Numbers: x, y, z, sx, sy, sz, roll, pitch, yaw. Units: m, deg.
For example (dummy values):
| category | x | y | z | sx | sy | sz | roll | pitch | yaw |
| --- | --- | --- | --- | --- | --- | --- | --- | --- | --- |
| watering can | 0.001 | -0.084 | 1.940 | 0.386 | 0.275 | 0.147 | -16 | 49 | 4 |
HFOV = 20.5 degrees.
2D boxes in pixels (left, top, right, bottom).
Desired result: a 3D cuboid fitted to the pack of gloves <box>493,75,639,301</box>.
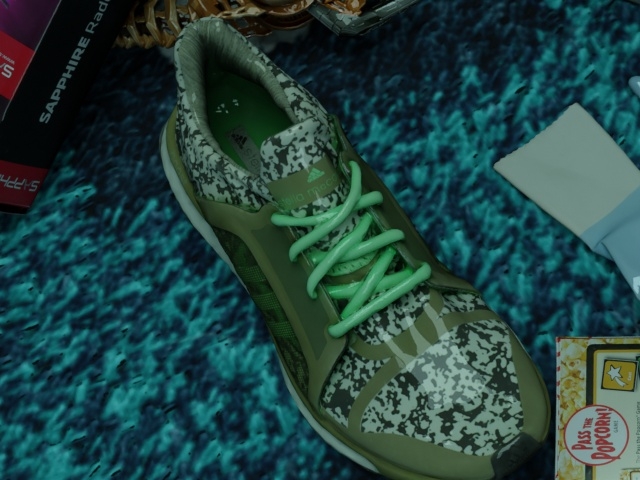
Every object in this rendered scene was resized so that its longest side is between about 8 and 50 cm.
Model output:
| category | x | y | z | sx | sy | sz | roll | pitch | yaw |
| --- | --- | --- | --- | --- | --- | --- | --- | --- | --- |
| pack of gloves | 0.265 | -0.051 | 1.253 | 0.195 | 0.046 | 0.232 | -36 | 55 | -10 |

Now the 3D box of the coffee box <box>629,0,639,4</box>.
| category | x | y | z | sx | sy | sz | roll | pitch | yaw |
| --- | --- | --- | --- | --- | --- | --- | --- | --- | --- |
| coffee box | 0.252 | -0.317 | 1.266 | 0.119 | 0.297 | 0.168 | 27 | 70 | 20 |

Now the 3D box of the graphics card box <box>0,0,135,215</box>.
| category | x | y | z | sx | sy | sz | roll | pitch | yaw |
| --- | --- | --- | --- | --- | --- | --- | --- | --- | --- |
| graphics card box | -0.244 | -0.237 | 1.363 | 0.233 | 0.094 | 0.371 | 34 | 100 | 27 |

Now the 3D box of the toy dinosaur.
| category | x | y | z | sx | sy | sz | roll | pitch | yaw |
| --- | --- | --- | --- | --- | --- | --- | --- | --- | --- |
| toy dinosaur | -0.038 | -0.242 | 1.384 | 0.322 | 0.164 | 0.218 | -21 | 74 | -21 |

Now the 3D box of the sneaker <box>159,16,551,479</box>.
| category | x | y | z | sx | sy | sz | roll | pitch | yaw |
| --- | --- | --- | --- | --- | --- | --- | --- | --- | --- |
| sneaker | 0.000 | 0.000 | 1.215 | 0.158 | 0.182 | 0.410 | -37 | 61 | -9 |

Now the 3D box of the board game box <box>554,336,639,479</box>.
| category | x | y | z | sx | sy | sz | roll | pitch | yaw |
| --- | --- | --- | --- | --- | --- | --- | --- | --- | --- |
| board game box | 0.251 | 0.135 | 1.166 | 0.194 | 0.045 | 0.146 | -1 | 62 | 12 |
